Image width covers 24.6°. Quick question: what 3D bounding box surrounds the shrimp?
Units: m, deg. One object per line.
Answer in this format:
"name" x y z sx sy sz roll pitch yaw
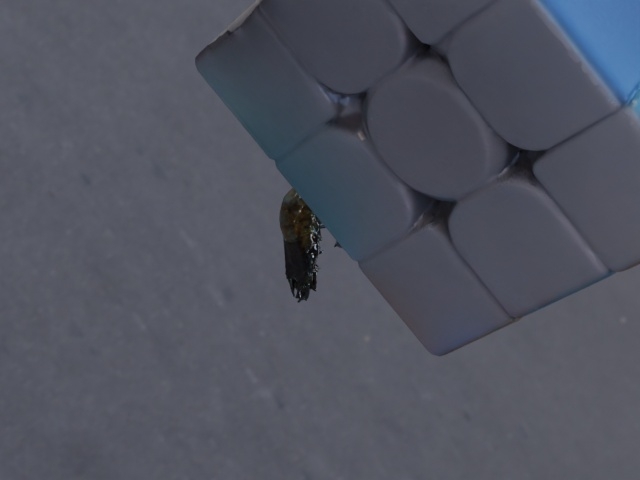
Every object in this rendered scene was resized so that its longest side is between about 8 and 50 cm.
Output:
"shrimp" 0.000 0.000 1.492 0.091 0.161 0.034 -13 43 -19

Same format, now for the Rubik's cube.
"Rubik's cube" 0.147 -0.143 1.037 0.290 0.291 0.292 51 51 -6
